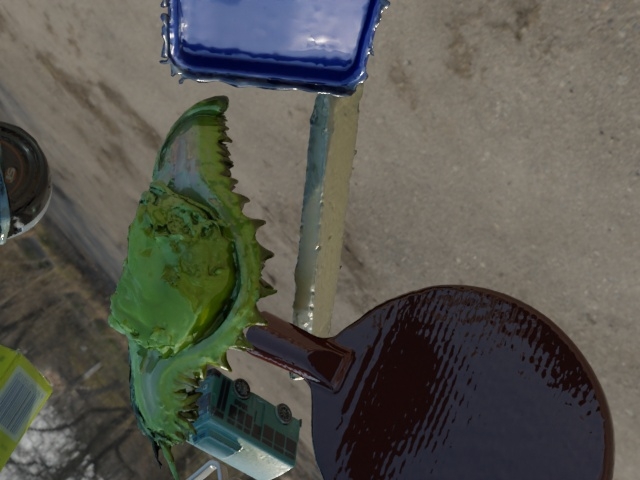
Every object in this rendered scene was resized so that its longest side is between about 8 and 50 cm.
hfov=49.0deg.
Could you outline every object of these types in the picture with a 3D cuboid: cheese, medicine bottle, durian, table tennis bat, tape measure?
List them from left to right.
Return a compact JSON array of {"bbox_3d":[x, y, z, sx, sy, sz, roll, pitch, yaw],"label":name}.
[{"bbox_3d":[-0.494,0.258,0.937,0.137,0.250,0.141,17,148,14],"label":"medicine bottle"},{"bbox_3d":[-0.493,-0.085,1.037,0.181,0.182,0.107,14,155,-14],"label":"tape measure"},{"bbox_3d":[-0.112,0.038,0.608,0.132,0.375,0.106,10,165,-19],"label":"durian"},{"bbox_3d":[0.002,0.001,0.823,0.034,0.085,0.400,18,125,18],"label":"cheese"},{"bbox_3d":[0.078,0.158,0.697,0.415,0.268,0.051,17,168,39],"label":"table tennis bat"}]

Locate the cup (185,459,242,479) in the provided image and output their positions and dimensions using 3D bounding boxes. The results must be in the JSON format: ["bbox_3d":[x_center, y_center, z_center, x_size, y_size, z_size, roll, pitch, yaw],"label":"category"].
[{"bbox_3d":[-0.123,0.284,0.723,0.074,0.116,0.104,46,-157,-50],"label":"cup"}]

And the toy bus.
[{"bbox_3d":[-0.108,0.245,0.922,0.079,0.091,0.160,-35,120,31],"label":"toy bus"}]

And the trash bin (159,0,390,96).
[{"bbox_3d":[-0.013,-0.213,0.417,0.184,0.234,0.162,4,146,-7],"label":"trash bin"}]
